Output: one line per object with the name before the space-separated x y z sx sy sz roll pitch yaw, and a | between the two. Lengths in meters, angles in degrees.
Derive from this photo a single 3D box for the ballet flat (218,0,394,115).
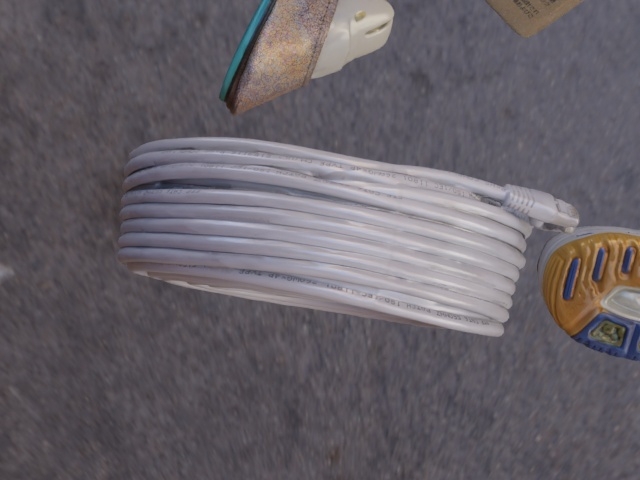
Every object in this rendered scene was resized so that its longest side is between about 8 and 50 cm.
ballet flat | 0.019 -0.214 1.268 0.106 0.107 0.316 23 60 -1

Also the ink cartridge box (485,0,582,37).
ink cartridge box | 0.129 -0.274 0.993 0.234 0.193 0.088 43 36 -19

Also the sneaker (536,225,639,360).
sneaker | 0.298 0.054 1.137 0.296 0.131 0.112 24 99 -5

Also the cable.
cable | 0.000 0.000 0.977 0.257 0.257 0.089 11 86 -24
